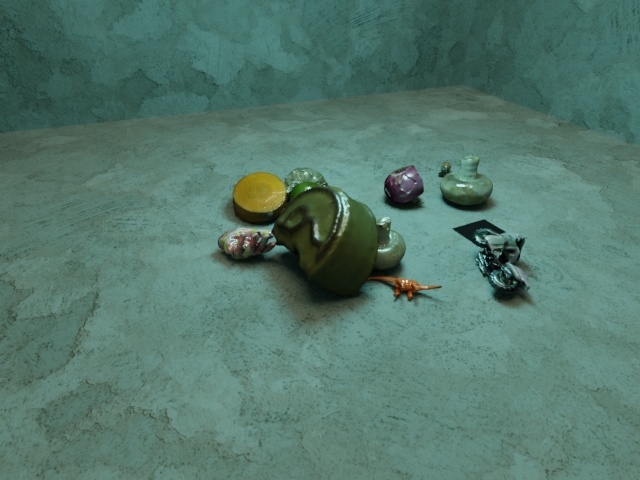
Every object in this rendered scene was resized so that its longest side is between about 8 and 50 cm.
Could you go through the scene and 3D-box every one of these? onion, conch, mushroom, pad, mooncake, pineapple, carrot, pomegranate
[{"bbox_3d":[0.393,-0.265,2.027,0.200,0.201,0.207,-3,45,-4],"label":"onion"},{"bbox_3d":[-0.060,-0.279,2.055,0.210,0.159,0.291,16,35,24],"label":"conch"},{"bbox_3d":[0.221,0.004,1.581,0.204,0.204,0.204,0,33,0],"label":"mushroom"},{"bbox_3d":[0.688,-0.044,1.833,0.190,0.004,0.127,-16,36,-21],"label":"pad"},{"bbox_3d":[0.000,0.000,1.528,0.394,0.246,0.393,-16,56,44],"label":"mooncake"},{"bbox_3d":[0.699,-0.290,2.013,0.243,0.243,0.243,0,33,0],"label":"mushroom"},{"bbox_3d":[0.683,-0.383,2.327,0.058,0.058,0.124,15,50,23],"label":"pineapple"},{"bbox_3d":[-0.279,-0.194,1.950,0.258,0.100,0.307,-25,47,-12],"label":"carrot"},{"bbox_3d":[-0.037,-0.189,1.872,0.180,0.209,0.180,22,51,-31],"label":"pomegranate"}]

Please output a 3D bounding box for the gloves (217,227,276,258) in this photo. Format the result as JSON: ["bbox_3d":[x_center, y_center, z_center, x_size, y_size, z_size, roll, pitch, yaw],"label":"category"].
[{"bbox_3d":[-0.276,0.014,1.642,0.241,0.126,0.145,16,12,28],"label":"gloves"}]

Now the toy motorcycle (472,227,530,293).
[{"bbox_3d":[0.680,0.065,1.540,0.188,0.143,0.327,1,40,1],"label":"toy motorcycle"}]

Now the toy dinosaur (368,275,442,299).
[{"bbox_3d":[0.278,0.160,1.475,0.279,0.055,0.101,6,24,12],"label":"toy dinosaur"}]
